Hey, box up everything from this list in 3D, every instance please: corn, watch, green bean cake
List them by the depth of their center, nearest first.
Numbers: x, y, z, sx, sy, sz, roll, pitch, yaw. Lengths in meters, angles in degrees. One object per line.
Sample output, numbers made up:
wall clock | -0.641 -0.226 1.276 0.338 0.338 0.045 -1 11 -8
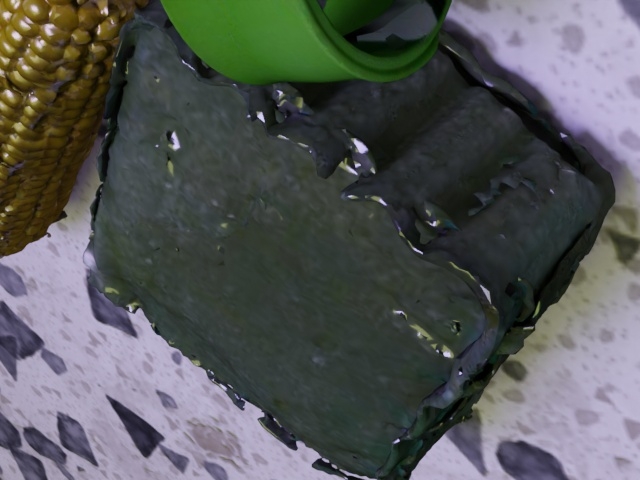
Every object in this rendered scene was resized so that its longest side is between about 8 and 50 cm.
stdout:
watch | -0.006 -0.147 0.423 0.131 0.152 0.165 8 125 38
green bean cake | 0.000 0.000 0.578 0.241 0.132 0.255 36 143 11
corn | -0.196 -0.082 0.692 0.115 0.115 0.318 43 140 1
